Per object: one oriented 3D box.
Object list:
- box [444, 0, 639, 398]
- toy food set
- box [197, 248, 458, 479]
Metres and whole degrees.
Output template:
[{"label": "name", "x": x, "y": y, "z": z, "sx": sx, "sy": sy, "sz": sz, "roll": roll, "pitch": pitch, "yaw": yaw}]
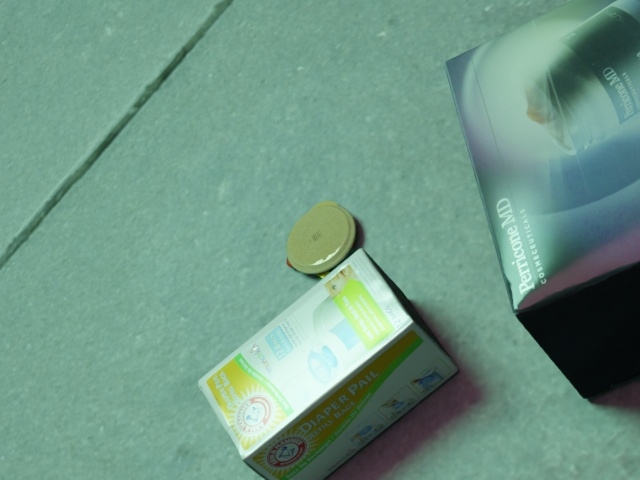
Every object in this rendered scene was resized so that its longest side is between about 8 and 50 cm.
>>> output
[{"label": "box", "x": 0.294, "y": -0.068, "z": 1.318, "sx": 0.294, "sy": 0.183, "sz": 0.296, "roll": -26, "pitch": 50, "yaw": 18}, {"label": "toy food set", "x": 0.000, "y": 0.000, "z": 1.563, "sx": 0.082, "sy": 0.020, "sz": 0.083, "roll": -49, "pitch": 49, "yaw": -4}, {"label": "box", "x": 0.006, "y": 0.127, "z": 1.421, "sx": 0.203, "sy": 0.103, "sz": 0.114, "roll": -39, "pitch": 48, "yaw": 5}]
